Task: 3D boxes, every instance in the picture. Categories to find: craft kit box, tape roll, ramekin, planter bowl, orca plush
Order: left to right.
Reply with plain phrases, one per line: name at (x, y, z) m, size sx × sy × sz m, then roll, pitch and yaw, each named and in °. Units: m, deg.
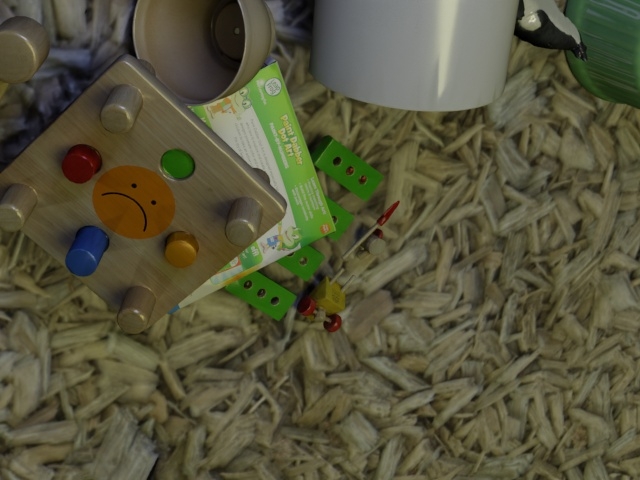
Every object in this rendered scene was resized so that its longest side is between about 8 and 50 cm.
craft kit box at (-0.130, -0.070, 1.527) m, size 0.246 × 0.061 × 0.250 m, roll -25°, pitch 118°, yaw -10°
planter bowl at (-0.120, -0.239, 1.420) m, size 0.109 × 0.162 × 0.162 m, roll -17°, pitch 128°, yaw -56°
tape roll at (0.113, -0.273, 1.474) m, size 0.246 × 0.246 × 0.169 m, roll -8°, pitch 120°, yaw -28°
orca plush at (0.247, -0.329, 1.654) m, size 0.287 × 0.102 × 0.151 m, roll 22°, pitch 58°, yaw -48°
ramekin at (0.514, -0.318, 1.762) m, size 0.303 × 0.148 × 0.303 m, roll -15°, pitch 122°, yaw -25°

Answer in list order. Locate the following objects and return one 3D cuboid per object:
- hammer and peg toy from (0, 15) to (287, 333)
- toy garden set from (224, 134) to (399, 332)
hammer and peg toy at (-0.250, -0.078, 1.369) m, size 0.266 × 0.127 × 0.361 m, roll -39°, pitch 110°, yaw 25°
toy garden set at (0.000, 0.000, 1.686) m, size 0.204 × 0.049 × 0.244 m, roll 34°, pitch 94°, yaw -38°
